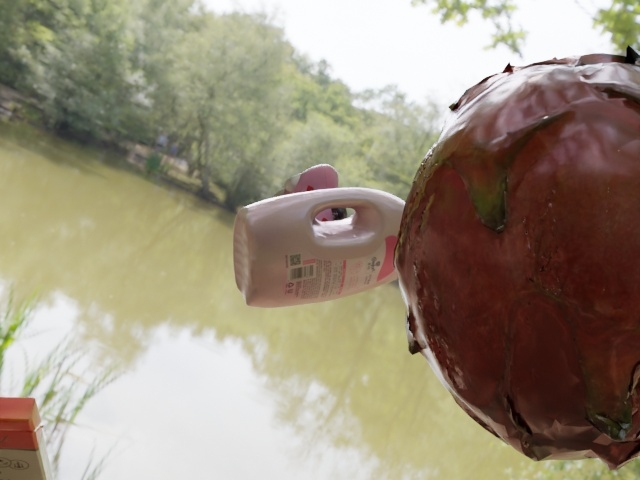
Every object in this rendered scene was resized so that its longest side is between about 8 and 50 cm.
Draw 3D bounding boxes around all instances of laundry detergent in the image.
[{"bbox_3d":[0.050,0.000,1.132,0.335,0.159,0.088,-9,27,-23],"label":"laundry detergent"}]

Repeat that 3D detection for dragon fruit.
[{"bbox_3d":[0.202,0.016,0.643,0.295,0.302,0.295,-6,-9,-1],"label":"dragon fruit"}]

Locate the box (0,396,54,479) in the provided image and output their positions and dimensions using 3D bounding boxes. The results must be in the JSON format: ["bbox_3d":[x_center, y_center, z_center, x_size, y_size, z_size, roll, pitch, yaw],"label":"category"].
[{"bbox_3d":[-0.398,0.262,0.996,0.139,0.245,0.035,2,47,-7],"label":"box"}]

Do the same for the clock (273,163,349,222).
[{"bbox_3d":[0.000,0.000,1.347,0.100,0.195,0.194,-17,-16,-30],"label":"clock"}]
